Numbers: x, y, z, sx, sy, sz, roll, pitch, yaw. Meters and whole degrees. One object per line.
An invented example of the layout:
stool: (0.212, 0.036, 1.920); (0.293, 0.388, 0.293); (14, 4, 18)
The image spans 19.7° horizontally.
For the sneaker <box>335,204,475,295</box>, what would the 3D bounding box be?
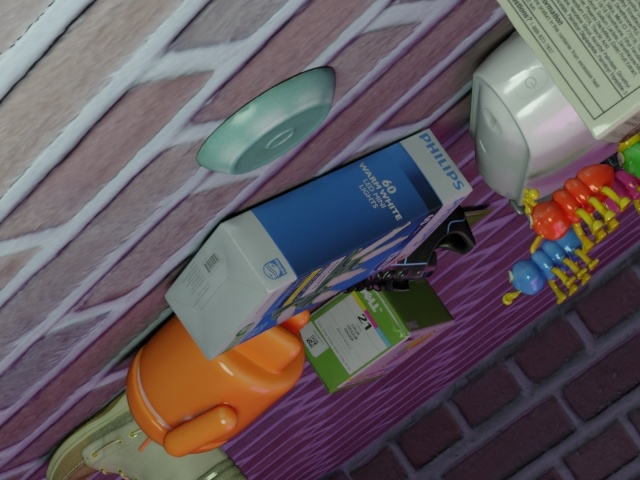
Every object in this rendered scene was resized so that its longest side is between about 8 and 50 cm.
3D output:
sneaker: (0.054, 0.017, 1.840); (0.232, 0.090, 0.081); (-29, 169, -25)

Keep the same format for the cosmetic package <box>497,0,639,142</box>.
cosmetic package: (0.290, -0.216, 1.354); (0.296, 0.153, 0.129); (-36, 171, 17)

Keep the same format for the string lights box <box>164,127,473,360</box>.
string lights box: (0.000, 0.000, 1.641); (0.259, 0.077, 0.133); (-26, 166, -38)

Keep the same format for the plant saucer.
plant saucer: (-0.034, -0.081, 1.328); (0.119, 0.021, 0.119); (-32, 169, -7)

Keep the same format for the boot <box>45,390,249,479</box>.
boot: (-0.187, 0.253, 1.964); (0.213, 0.165, 0.077); (-41, 167, 26)

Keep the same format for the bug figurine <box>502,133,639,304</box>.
bug figurine: (0.261, -0.034, 1.707); (0.216, 0.072, 0.279); (-37, 167, -10)

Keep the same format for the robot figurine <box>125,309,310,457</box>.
robot figurine: (-0.102, 0.122, 1.744); (0.128, 0.158, 0.219); (1, 148, -42)

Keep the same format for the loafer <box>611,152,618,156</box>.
loafer: (0.323, -0.133, 1.821); (0.267, 0.096, 0.084); (-12, 158, 12)

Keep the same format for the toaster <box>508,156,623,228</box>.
toaster: (0.305, -0.097, 2.009); (0.227, 0.129, 0.146); (-31, 173, -28)

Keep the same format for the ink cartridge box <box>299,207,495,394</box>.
ink cartridge box: (0.113, 0.071, 2.254); (0.255, 0.097, 0.189); (-37, 169, 19)

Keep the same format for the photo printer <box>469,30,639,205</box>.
photo printer: (0.253, -0.153, 1.636); (0.256, 0.107, 0.307); (-33, 170, -3)
